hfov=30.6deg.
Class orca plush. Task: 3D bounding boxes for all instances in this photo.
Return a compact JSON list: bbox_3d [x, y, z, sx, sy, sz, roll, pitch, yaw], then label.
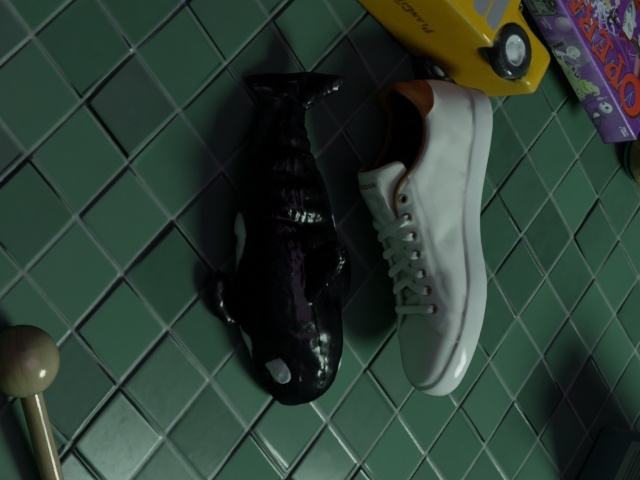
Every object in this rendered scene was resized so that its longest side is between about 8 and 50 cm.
[{"bbox_3d":[0.000,0.000,0.989,0.151,0.102,0.287,14,83,-41],"label":"orca plush"}]

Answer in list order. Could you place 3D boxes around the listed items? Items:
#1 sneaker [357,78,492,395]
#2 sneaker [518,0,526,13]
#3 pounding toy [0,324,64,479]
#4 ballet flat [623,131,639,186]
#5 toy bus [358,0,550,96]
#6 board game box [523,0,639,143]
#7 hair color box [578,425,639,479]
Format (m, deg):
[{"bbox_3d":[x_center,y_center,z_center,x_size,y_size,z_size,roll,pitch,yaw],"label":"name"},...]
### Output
[{"bbox_3d":[0.080,-0.006,1.073,0.123,0.106,0.290,8,81,-30],"label":"sneaker"},{"bbox_3d":[0.188,-0.236,1.187,0.083,0.031,0.035,-42,119,-31],"label":"sneaker"},{"bbox_3d":[-0.256,0.164,0.772,0.237,0.110,0.183,-17,104,-39],"label":"pounding toy"},{"bbox_3d":[0.472,-0.201,1.382,0.123,0.123,0.348,45,64,-33],"label":"ballet flat"},{"bbox_3d":[0.085,-0.264,1.047,0.332,0.108,0.130,38,67,-35],"label":"toy bus"},{"bbox_3d":[0.276,-0.297,1.233,0.347,0.056,0.208,52,56,-30],"label":"board game box"},{"bbox_3d":[0.465,0.376,1.360,0.374,0.185,0.114,50,60,-31],"label":"hair color box"}]
